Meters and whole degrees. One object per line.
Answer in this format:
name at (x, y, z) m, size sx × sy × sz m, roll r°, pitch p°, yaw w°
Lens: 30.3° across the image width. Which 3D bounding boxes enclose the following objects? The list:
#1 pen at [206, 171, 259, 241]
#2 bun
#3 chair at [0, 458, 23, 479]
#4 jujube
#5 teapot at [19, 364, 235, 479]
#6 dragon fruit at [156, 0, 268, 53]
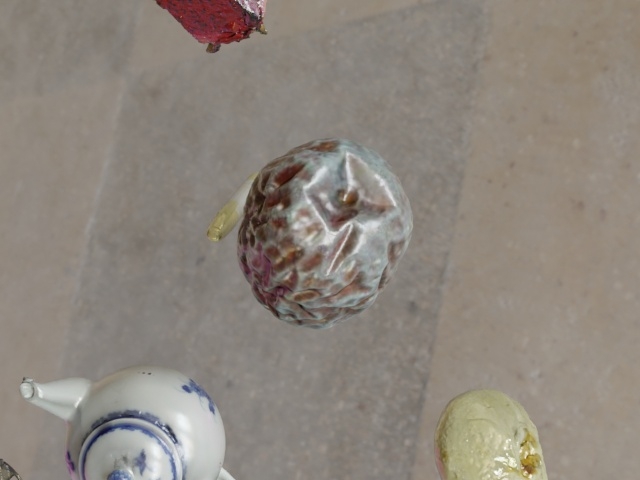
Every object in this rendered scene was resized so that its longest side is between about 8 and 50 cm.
pen at (-0.121, -0.057, 1.743) m, size 0.233 × 0.032 × 0.040 m, roll -62°, pitch -9°, yaw -61°
bun at (0.274, 0.327, 1.783) m, size 0.127 × 0.222 × 0.222 m, roll -21°, pitch 57°, yaw 51°
chair at (-0.348, 0.259, 1.045) m, size 0.149 × 0.213 × 0.174 m, roll 23°, pitch 71°, yaw 18°
jujube at (0.000, 0.000, 1.542) m, size 0.317 × 0.226 × 0.226 m, roll 117°, pitch 160°, yaw -68°
teapot at (-0.278, 0.329, 1.835) m, size 0.252 × 0.424 × 0.280 m, roll -54°, pitch 2°, yaw 12°
dragon fruit at (-0.111, -0.265, 1.143) m, size 0.102 × 0.147 × 0.096 m, roll -15°, pitch 45°, yaw 42°
